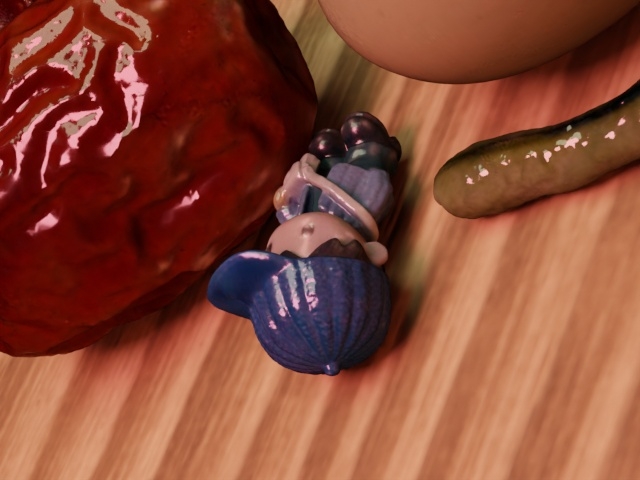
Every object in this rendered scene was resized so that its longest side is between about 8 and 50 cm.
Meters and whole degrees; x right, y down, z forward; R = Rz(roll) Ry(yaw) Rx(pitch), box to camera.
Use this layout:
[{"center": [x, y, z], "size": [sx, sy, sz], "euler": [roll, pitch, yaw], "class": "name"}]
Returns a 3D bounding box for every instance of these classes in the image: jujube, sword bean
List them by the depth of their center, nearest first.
[{"center": [0.154, -0.064, 0.579], "size": [0.269, 0.038, 0.043], "euler": [-25, 42, 37], "class": "sword bean"}, {"center": [-0.121, -0.042, 0.765], "size": [0.250, 0.174, 0.174], "euler": [-30, 42, 22], "class": "jujube"}]

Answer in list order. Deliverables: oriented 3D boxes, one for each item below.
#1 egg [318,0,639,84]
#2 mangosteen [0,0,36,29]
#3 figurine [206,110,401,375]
[{"center": [0.088, -0.181, 0.621], "size": [0.242, 0.186, 0.186], "euler": [-61, 35, 7], "class": "egg"}, {"center": [-0.157, -0.165, 0.943], "size": [0.152, 0.152, 0.153], "euler": [-29, 43, 32], "class": "mangosteen"}, {"center": [0.006, 0.006, 0.684], "size": [0.077, 0.079, 0.136], "euler": [-26, 22, 39], "class": "figurine"}]
